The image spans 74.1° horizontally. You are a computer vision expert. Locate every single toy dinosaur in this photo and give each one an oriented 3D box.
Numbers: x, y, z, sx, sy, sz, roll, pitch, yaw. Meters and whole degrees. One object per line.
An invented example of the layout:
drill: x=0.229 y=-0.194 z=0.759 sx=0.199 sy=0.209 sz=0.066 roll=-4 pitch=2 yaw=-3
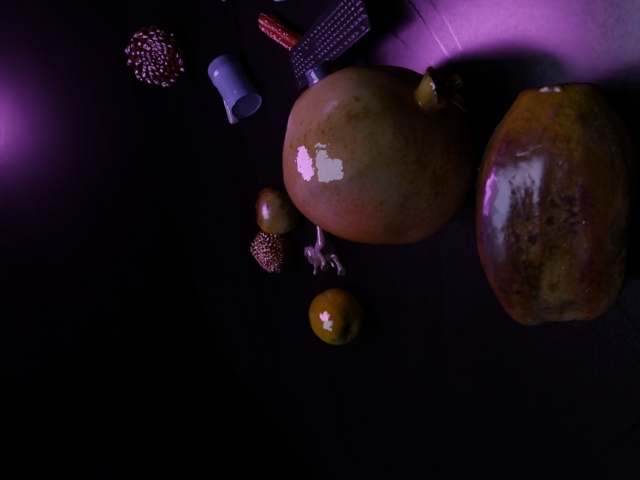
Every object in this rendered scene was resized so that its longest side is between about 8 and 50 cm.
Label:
toy dinosaur: x=-0.004 y=0.002 z=1.179 sx=0.251 sy=0.072 sz=0.199 roll=82 pitch=161 yaw=-46

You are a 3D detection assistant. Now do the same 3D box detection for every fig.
fig: x=-0.141 y=-0.089 z=1.293 sx=0.152 sy=0.121 sz=0.136 roll=63 pitch=157 yaw=7

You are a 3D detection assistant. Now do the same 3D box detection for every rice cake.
rice cake: x=-0.304 y=-0.471 z=1.394 sx=0.029 sy=0.033 sz=0.170 roll=23 pitch=130 yaw=52

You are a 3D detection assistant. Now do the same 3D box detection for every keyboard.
keyboard: x=0.040 y=-0.386 z=0.769 sx=0.381 sy=0.041 sz=0.103 roll=-10 pitch=94 yaw=55

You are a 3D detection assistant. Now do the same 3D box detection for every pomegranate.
pomegranate: x=0.095 y=-0.136 z=0.666 sx=0.319 sy=0.320 sz=0.318 roll=41 pitch=143 yaw=41

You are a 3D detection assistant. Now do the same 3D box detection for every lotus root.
lotus root: x=0.283 y=-0.047 z=0.529 sx=0.193 sy=0.193 sz=0.290 roll=21 pitch=131 yaw=55

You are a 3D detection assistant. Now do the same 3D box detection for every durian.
durian: x=-0.162 y=0.033 z=1.419 sx=0.158 sy=0.137 sz=0.168 roll=74 pitch=170 yaw=-62

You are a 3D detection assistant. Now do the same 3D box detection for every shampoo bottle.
shampoo bottle: x=0.042 y=-0.241 z=0.855 sx=0.087 sy=0.049 sz=0.233 roll=9 pitch=136 yaw=55

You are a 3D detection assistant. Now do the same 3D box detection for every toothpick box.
toothpick box: x=-0.251 y=-0.450 z=1.241 sx=0.153 sy=0.101 sz=0.101 roll=60 pitch=152 yaw=13

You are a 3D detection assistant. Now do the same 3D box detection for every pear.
pear: x=0.044 y=0.206 z=1.156 sx=0.162 sy=0.149 sz=0.148 roll=-143 pitch=38 yaw=-61

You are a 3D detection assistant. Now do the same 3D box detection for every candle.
candle: x=-0.049 y=-0.437 z=0.946 sx=0.329 sy=0.048 sz=0.051 roll=48 pitch=124 yaw=32

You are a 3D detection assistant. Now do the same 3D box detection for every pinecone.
pinecone: x=-0.601 y=-0.695 z=1.589 sx=0.221 sy=0.222 sz=0.221 roll=41 pitch=143 yaw=41
